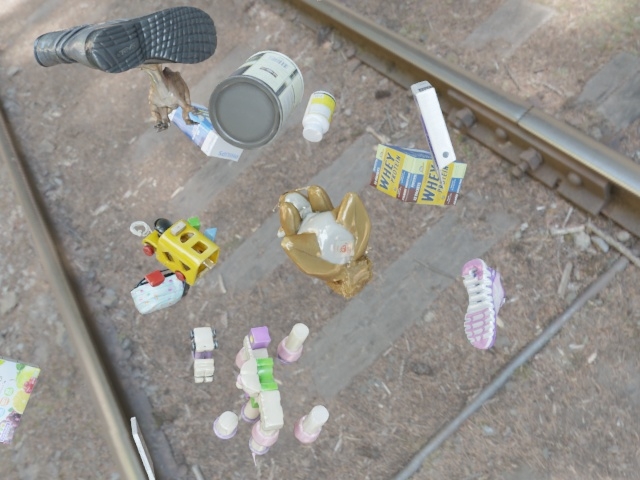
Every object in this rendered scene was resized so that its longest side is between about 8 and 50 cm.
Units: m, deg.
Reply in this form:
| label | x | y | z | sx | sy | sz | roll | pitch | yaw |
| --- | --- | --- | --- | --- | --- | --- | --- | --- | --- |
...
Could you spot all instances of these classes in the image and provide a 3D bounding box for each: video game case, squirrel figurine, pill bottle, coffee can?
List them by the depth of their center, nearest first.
| label | x | y | z | sx | sy | sz | roll | pitch | yaw |
| --- | --- | --- | --- | --- | --- | --- | --- | --- | --- |
| video game case | -0.388 | 0.457 | 1.296 | 0.011 | 0.122 | 0.087 | -19 | 14 | -16 |
| coffee can | -0.172 | -0.399 | 1.664 | 0.201 | 0.201 | 0.275 | -15 | 26 | 21 |
| squirrel figurine | 0.000 | 0.000 | 1.962 | 0.281 | 0.397 | 0.370 | -43 | 31 | -10 |
| pill bottle | -0.009 | -0.465 | 2.234 | 0.103 | 0.103 | 0.184 | -2 | 56 | 28 |

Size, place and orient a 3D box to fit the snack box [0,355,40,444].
| label | x | y | z | sx | sy | sz | roll | pitch | yaw |
| --- | --- | --- | --- | --- | --- | --- | --- | --- | --- |
| snack box | -0.572 | 0.278 | 1.044 | 0.037 | 0.100 | 0.141 | 6 | 75 | 62 |

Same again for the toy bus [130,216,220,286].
| label | x | y | z | sx | sy | sz | roll | pitch | yaw |
| --- | --- | --- | --- | --- | --- | --- | --- | --- | --- |
| toy bus | -0.330 | 0.004 | 1.373 | 0.202 | 0.104 | 0.191 | 0 | 54 | -21 |

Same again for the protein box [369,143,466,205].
| label | x | y | z | sx | sy | sz | roll | pitch | yaw |
| --- | --- | --- | --- | --- | --- | --- | --- | --- | --- |
| protein box | 0.297 | -0.204 | 1.828 | 0.200 | 0.201 | 0.136 | 36 | 120 | 54 |

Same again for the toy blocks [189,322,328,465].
| label | x | y | z | sx | sy | sz | roll | pitch | yaw |
| --- | --- | --- | --- | --- | --- | --- | --- | --- | --- |
| toy blocks | -0.176 | 0.387 | 1.489 | 0.309 | 0.260 | 0.288 | 0 | 55 | -22 |

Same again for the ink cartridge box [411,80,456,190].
| label | x | y | z | sx | sy | sz | roll | pitch | yaw |
| --- | --- | --- | --- | --- | --- | --- | --- | --- | --- |
| ink cartridge box | 0.245 | -0.230 | 1.270 | 0.045 | 0.208 | 0.206 | -16 | 17 | 10 |

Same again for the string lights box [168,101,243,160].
| label | x | y | z | sx | sy | sz | roll | pitch | yaw |
| --- | --- | --- | --- | --- | --- | --- | --- | --- | --- |
| string lights box | -0.379 | -0.366 | 1.959 | 0.260 | 0.133 | 0.077 | 42 | 112 | 29 |

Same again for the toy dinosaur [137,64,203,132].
| label | x | y | z | sx | sy | sz | roll | pitch | yaw |
| --- | --- | --- | --- | --- | --- | --- | --- | --- | --- |
| toy dinosaur | -0.371 | -0.380 | 1.444 | 0.127 | 0.296 | 0.200 | -15 | 95 | -9 |

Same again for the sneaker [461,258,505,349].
| label | x | y | z | sx | sy | sz | roll | pitch | yaw |
| --- | --- | --- | --- | --- | --- | --- | --- | --- | --- |
| sneaker | 0.441 | 0.169 | 1.560 | 0.095 | 0.104 | 0.236 | -22 | 60 | 50 |

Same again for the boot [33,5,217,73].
| label | x | y | z | sx | sy | sz | roll | pitch | yaw |
| --- | --- | --- | --- | --- | --- | --- | --- | --- | --- |
| boot | -0.401 | -0.426 | 1.241 | 0.223 | 0.118 | 0.338 | 14 | 26 | 34 |

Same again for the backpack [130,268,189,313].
| label | x | y | z | sx | sy | sz | roll | pitch | yaw |
| --- | --- | --- | --- | --- | --- | --- | --- | --- | --- |
| backpack | -0.541 | 0.173 | 1.998 | 0.182 | 0.152 | 0.115 | -20 | 75 | -32 |
